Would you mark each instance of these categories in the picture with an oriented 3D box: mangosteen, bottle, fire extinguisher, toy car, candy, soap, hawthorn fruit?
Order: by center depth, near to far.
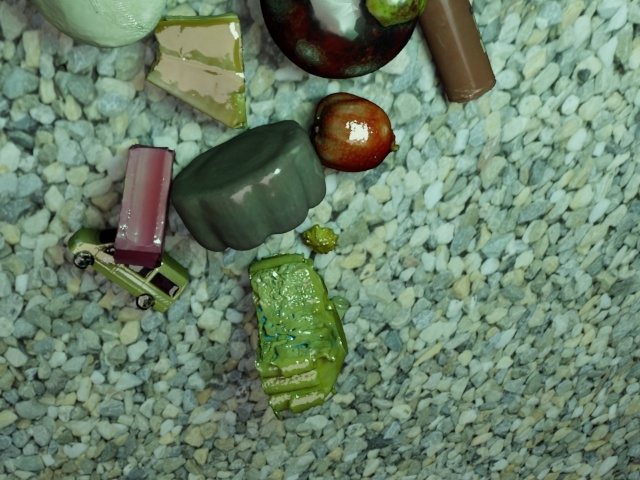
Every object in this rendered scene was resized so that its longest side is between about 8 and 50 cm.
[{"bbox_3d":[-0.372,-0.460,0.899,0.296,0.185,0.295,7,112,19],"label":"candy"},{"bbox_3d":[0.045,-0.430,0.957,0.312,0.311,0.310,-4,117,-8],"label":"mangosteen"},{"bbox_3d":[0.260,-0.455,1.099,0.147,0.107,0.336,-42,120,-23],"label":"fire extinguisher"},{"bbox_3d":[-0.355,-0.081,1.120,0.099,0.162,0.249,6,74,-13],"label":"soap"},{"bbox_3d":[0.073,-0.217,1.151,0.188,0.169,0.168,9,114,-19],"label":"hawthorn fruit"},{"bbox_3d":[-0.420,0.047,1.228,0.124,0.101,0.257,-46,117,4],"label":"toy car"},{"bbox_3d":[0.032,0.191,1.409,0.063,0.047,0.101,18,117,-9],"label":"bottle"}]

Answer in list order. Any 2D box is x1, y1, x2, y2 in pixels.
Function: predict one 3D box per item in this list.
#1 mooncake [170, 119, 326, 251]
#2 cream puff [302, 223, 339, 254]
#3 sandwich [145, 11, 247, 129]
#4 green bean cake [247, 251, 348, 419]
[{"bbox_3d":[-0.138,-0.108,1.101,0.306,0.306,0.154,-24,124,3],"label":"mooncake"},{"bbox_3d":[0.000,0.000,1.297,0.083,0.058,0.083,-30,119,8],"label":"cream puff"},{"bbox_3d":[-0.237,-0.317,1.073,0.186,0.108,0.219,-6,120,-7],"label":"sandwich"},{"bbox_3d":[-0.049,0.195,1.246,0.202,0.310,0.284,-12,120,-1],"label":"green bean cake"}]
